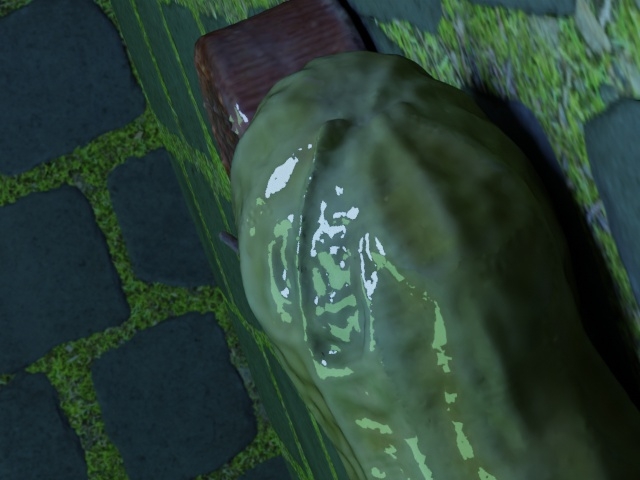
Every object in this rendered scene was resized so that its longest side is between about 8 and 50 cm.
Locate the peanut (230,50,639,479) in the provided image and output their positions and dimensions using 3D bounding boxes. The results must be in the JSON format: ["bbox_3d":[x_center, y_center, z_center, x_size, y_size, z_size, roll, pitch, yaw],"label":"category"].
[{"bbox_3d":[0.071,0.062,0.915,0.174,0.158,0.340,-21,97,48],"label":"peanut"}]

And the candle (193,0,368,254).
[{"bbox_3d":[0.000,0.000,1.247,0.287,0.131,0.317,134,114,-83],"label":"candle"}]
